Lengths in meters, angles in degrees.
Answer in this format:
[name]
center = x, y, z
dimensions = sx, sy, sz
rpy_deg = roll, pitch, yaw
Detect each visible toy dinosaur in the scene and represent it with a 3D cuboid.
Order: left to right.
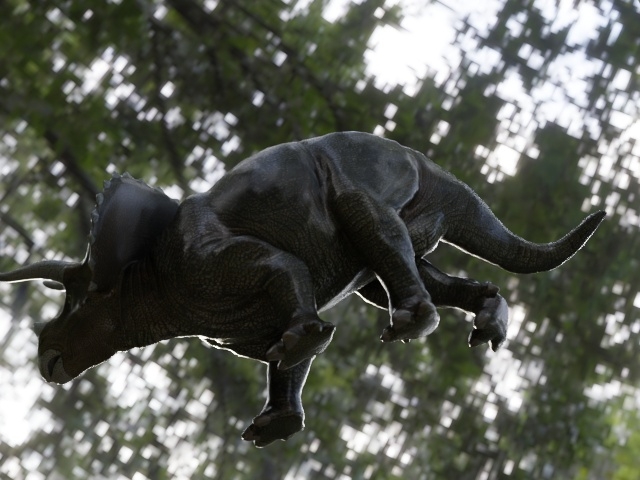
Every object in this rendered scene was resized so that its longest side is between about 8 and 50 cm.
[toy dinosaur]
center = 0.000, 0.000, 0.824
dimensions = 0.121, 0.314, 0.160
rpy_deg = 85, -21, -57

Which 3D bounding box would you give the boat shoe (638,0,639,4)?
[boat shoe]
center = 0.095, -0.094, 0.414
dimensions = 0.076, 0.083, 0.226
rpy_deg = 0, -49, 39
